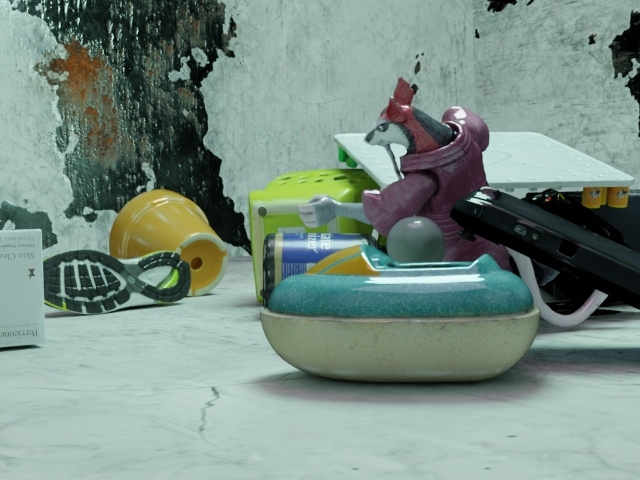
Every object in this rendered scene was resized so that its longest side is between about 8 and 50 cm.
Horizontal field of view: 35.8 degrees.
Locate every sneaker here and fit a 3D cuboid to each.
[{"bbox_3d":[-0.367,0.076,1.680,0.121,0.111,0.300,-14,-12,42],"label":"sneaker"}]

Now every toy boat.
[{"bbox_3d":[0.083,0.052,0.997,0.267,0.148,0.318,-1,2,11],"label":"toy boat"}]

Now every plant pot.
[{"bbox_3d":[-0.282,0.020,1.942,0.205,0.205,0.188,-3,17,-37],"label":"plant pot"},{"bbox_3d":[0.000,0.000,1.704,0.227,0.228,0.207,0,10,25],"label":"plant pot"}]

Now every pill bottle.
[{"bbox_3d":[0.024,0.050,1.495,0.219,0.123,0.123,0,2,0],"label":"pill bottle"}]

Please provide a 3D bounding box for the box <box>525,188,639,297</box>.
[{"bbox_3d":[0.527,-0.001,1.730,0.293,0.183,0.296,-3,3,4],"label":"box"}]

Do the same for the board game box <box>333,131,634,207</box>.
[{"bbox_3d":[0.247,-0.118,1.627,0.389,0.050,0.390,-2,17,-11],"label":"board game box"}]

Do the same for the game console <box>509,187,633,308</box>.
[{"bbox_3d":[0.287,0.042,1.466,0.213,0.044,0.361,41,-37,-23],"label":"game console"}]

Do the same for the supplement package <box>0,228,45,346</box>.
[{"bbox_3d":[-0.499,0.062,1.231,0.261,0.145,0.204,-3,2,-31],"label":"supplement package"}]

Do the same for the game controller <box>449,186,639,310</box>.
[{"bbox_3d":[0.289,0.035,1.038,0.319,0.067,0.166,28,-3,21],"label":"game controller"}]

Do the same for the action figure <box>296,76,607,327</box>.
[{"bbox_3d":[0.162,-0.032,1.211,0.275,0.370,0.248,22,62,44],"label":"action figure"}]
